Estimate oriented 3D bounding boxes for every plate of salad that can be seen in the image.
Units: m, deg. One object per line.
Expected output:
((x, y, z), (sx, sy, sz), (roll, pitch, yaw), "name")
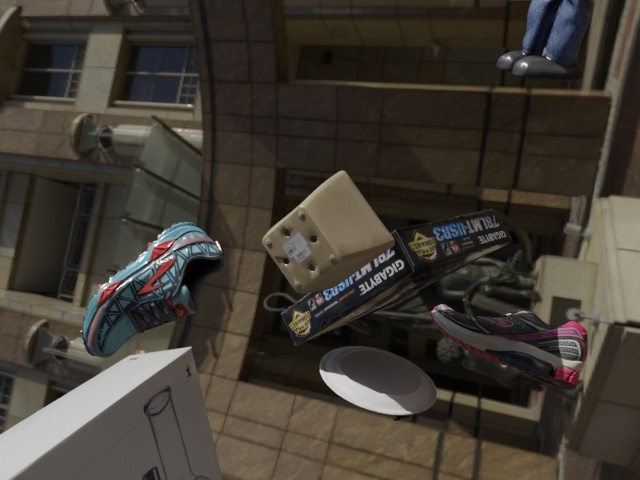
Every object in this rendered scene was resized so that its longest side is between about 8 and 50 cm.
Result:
((0.094, 0.237, 0.863), (0.200, 0.199, 0.048), (-31, -44, -67), "plate of salad")

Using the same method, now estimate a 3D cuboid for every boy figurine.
((0.277, -0.323, 0.556), (0.177, 0.092, 0.285), (-97, 9, -59), "boy figurine")

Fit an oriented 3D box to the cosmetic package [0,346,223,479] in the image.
((-0.203, 0.292, 0.444), (0.377, 0.097, 0.284), (-34, -69, -75), "cosmetic package")

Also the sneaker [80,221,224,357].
((-0.258, 0.086, 0.816), (0.262, 0.125, 0.104), (-51, -25, -18), "sneaker")

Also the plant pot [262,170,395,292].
((0.000, 0.000, 0.589), (0.109, 0.109, 0.096), (54, -148, 4), "plant pot")

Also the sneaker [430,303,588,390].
((0.348, 0.178, 0.973), (0.121, 0.299, 0.112), (35, -104, -45), "sneaker")

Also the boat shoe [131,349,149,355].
((-0.375, 0.362, 1.064), (0.095, 0.095, 0.257), (18, -111, -29), "boat shoe")

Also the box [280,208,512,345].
((0.126, 0.059, 0.864), (0.295, 0.293, 0.073), (-12, -111, -45), "box")
